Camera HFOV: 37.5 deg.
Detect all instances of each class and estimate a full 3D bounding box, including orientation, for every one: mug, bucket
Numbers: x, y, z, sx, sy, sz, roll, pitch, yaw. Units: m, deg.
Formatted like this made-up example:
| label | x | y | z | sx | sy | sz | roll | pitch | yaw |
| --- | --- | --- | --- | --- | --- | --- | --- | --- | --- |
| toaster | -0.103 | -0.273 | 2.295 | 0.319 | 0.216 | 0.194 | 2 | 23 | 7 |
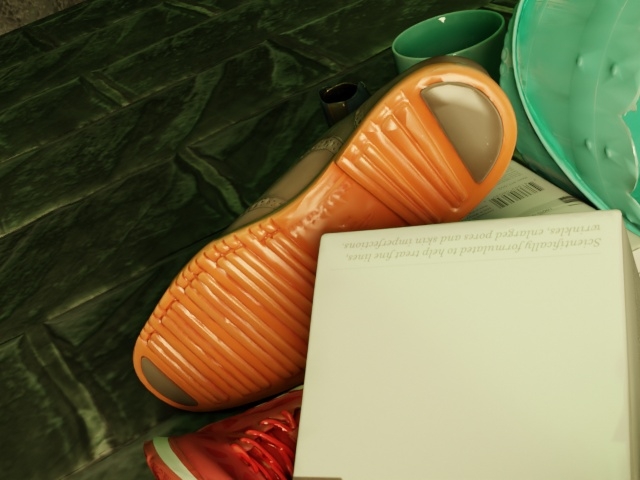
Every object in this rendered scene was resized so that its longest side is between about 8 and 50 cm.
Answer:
| label | x | y | z | sx | sy | sz | roll | pitch | yaw |
| --- | --- | --- | --- | --- | --- | --- | --- | --- | --- |
| mug | 0.145 | -0.183 | 1.063 | 0.129 | 0.097 | 0.158 | 15 | 44 | 43 |
| bucket | 0.289 | -0.130 | 0.741 | 0.281 | 0.281 | 0.183 | -27 | 27 | -16 |

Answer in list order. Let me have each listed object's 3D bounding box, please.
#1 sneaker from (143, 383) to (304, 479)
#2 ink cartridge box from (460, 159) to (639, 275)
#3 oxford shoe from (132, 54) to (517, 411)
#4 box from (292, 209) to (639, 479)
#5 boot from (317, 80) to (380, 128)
| label | x | y | z | sx | sy | sz | roll | pitch | yaw |
| --- | --- | --- | --- | --- | --- | --- | --- | --- | --- |
| sneaker | -0.032 | 0.126 | 0.578 | 0.128 | 0.087 | 0.221 | -29 | 3 | -11 |
| ink cartridge box | 0.146 | 0.023 | 0.734 | 0.139 | 0.082 | 0.191 | -25 | 31 | -10 |
| oxford shoe | 0.000 | 0.000 | 0.739 | 0.363 | 0.130 | 0.133 | -40 | 14 | 16 |
| box | 0.093 | 0.092 | 0.543 | 0.181 | 0.119 | 0.182 | -4 | 64 | 22 |
| boot | 0.049 | -0.146 | 1.043 | 0.082 | 0.106 | 0.219 | -10 | 31 | 14 |
